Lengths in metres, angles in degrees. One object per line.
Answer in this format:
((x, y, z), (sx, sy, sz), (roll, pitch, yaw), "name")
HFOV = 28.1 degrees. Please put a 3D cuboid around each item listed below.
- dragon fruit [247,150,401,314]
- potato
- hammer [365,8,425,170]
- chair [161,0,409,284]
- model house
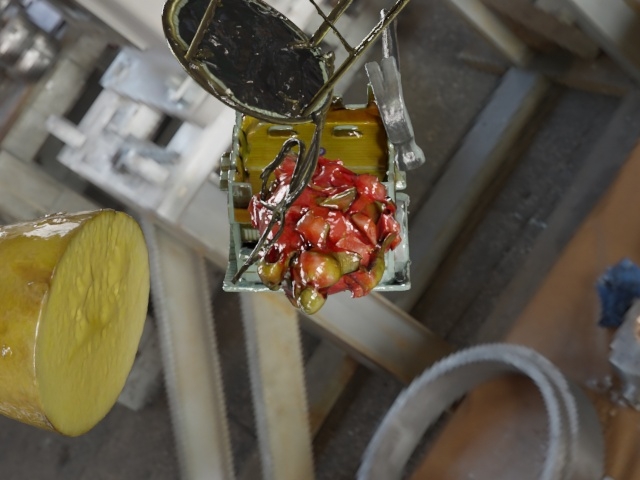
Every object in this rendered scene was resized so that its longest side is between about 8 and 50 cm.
((0.000, 0.000, 1.141), (0.150, 0.133, 0.207), (-52, 13, 26), "dragon fruit")
((-0.241, 0.057, 0.999), (0.158, 0.178, 0.203), (4, 34, 11), "potato")
((0.070, -0.175, 1.267), (0.029, 0.103, 0.246), (-15, 35, 10), "hammer")
((-0.042, -0.136, 0.960), (0.325, 0.170, 0.159), (-53, 20, 36), "chair")
((-0.003, -0.048, 1.482), (0.224, 0.215, 0.198), (-1, 47, 1), "model house")
